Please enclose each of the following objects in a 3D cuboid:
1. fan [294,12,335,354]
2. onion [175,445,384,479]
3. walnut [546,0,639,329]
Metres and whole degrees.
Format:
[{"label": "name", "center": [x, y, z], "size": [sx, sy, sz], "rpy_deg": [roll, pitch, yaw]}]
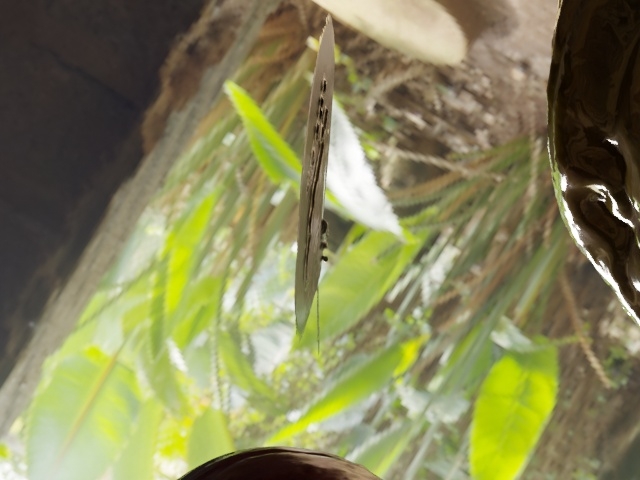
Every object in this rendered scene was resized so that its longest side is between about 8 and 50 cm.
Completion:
[{"label": "fan", "center": [0.001, 0.000, 0.737], "size": [0.009, 0.191, 0.329], "rpy_deg": [5, 148, 4]}, {"label": "onion", "center": [-0.029, 0.299, 0.708], "size": [0.353, 0.354, 0.353], "rpy_deg": [32, 178, 1]}, {"label": "walnut", "center": [0.255, -0.073, 0.573], "size": [0.306, 0.306, 0.344], "rpy_deg": [30, 147, 42]}]
